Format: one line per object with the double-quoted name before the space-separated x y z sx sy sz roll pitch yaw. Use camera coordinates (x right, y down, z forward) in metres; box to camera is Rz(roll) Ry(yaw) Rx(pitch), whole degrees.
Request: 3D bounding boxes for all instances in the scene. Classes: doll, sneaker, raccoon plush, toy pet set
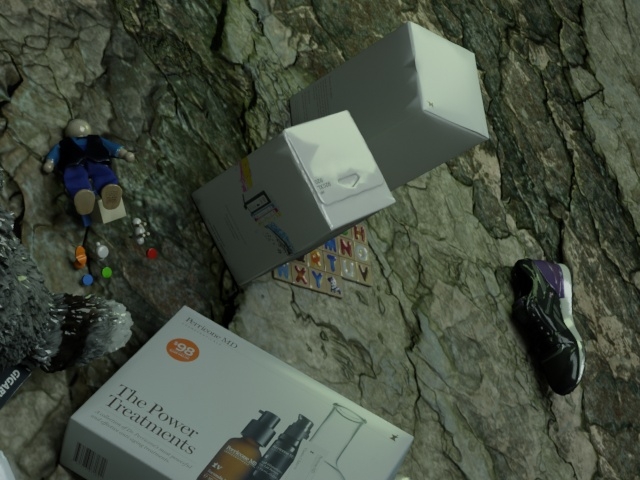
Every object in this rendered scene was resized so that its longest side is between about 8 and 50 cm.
"doll" -0.325 -0.109 1.857 0.129 0.046 0.189 -12 40 -15
"sneaker" 0.424 0.166 2.560 0.124 0.107 0.283 13 54 -26
"raccoon plush" -0.341 0.024 1.517 0.446 0.299 0.216 -9 74 -50
"toy pet set" -0.309 -0.011 1.866 0.122 0.065 0.114 -22 107 -34

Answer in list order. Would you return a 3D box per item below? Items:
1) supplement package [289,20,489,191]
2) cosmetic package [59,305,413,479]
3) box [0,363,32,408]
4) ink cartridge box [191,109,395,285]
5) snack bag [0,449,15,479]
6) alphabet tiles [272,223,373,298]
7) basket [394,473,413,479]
"supplement package" 0.114 -0.210 2.258 0.175 0.293 0.177 18 56 -41
"cosmetic package" -0.104 0.274 1.738 0.377 0.097 0.284 29 36 11
"box" -0.469 0.169 1.569 0.175 0.051 0.220 50 39 -14
"ink cartridge box" -0.042 -0.067 2.037 0.171 0.232 0.168 -24 86 -49
"snack bag" -0.412 0.416 1.419 0.323 0.037 0.342 -15 76 -39
"alphabet tiles" 0.000 0.000 2.234 0.237 0.009 0.198 18 55 -41
"basket" 0.053 0.487 1.859 0.255 0.201 0.289 -32 123 -45
